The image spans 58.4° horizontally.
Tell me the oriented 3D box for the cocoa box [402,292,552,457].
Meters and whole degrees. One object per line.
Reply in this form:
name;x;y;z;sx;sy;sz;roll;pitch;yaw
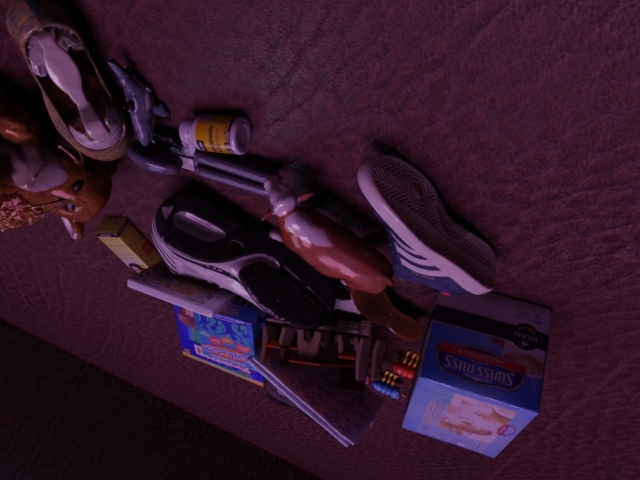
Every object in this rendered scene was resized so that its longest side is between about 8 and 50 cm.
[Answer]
cocoa box;0.325;0.290;1.239;0.231;0.228;0.347;15;148;11

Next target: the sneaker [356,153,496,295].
sneaker;0.154;-0.005;0.994;0.148;0.131;0.350;-18;130;45

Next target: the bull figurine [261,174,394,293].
bull figurine;0.000;0.000;1.082;0.310;0.101;0.188;38;173;-12

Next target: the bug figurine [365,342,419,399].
bug figurine;0.172;0.374;1.613;0.216;0.072;0.279;22;149;1

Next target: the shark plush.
shark plush;-0.316;-0.241;0.990;0.073;0.067;0.161;17;148;9

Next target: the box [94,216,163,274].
box;-0.488;0.033;1.524;0.087;0.058;0.232;1;142;31

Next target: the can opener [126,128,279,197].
can opener;-0.216;-0.137;1.075;0.280;0.093;0.074;15;147;4

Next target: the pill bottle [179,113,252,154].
pill bottle;-0.183;-0.186;0.994;0.116;0.065;0.065;9;146;22

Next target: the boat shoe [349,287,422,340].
boat shoe;0.142;0.156;1.305;0.207;0.073;0.073;41;-175;-17

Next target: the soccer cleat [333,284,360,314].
soccer cleat;0.017;0.139;1.368;0.196;0.068;0.076;-6;133;29

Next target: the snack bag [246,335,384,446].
snack bag;0.010;0.364;1.470;0.323;0.037;0.342;36;-167;18

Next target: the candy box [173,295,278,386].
candy box;-0.254;0.235;1.578;0.268;0.122;0.317;18;139;11

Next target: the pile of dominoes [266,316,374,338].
pile of dominoes;0.010;0.210;1.461;0.251;0.040;0.196;6;168;14

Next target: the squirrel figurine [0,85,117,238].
squirrel figurine;-0.625;-0.160;1.187;0.370;0.281;0.397;24;164;-22

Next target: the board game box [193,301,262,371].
board game box;-0.229;0.233;1.435;0.160;0.047;0.210;14;138;13

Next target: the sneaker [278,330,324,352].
sneaker;-0.055;0.331;1.685;0.224;0.083;0.098;17;143;10

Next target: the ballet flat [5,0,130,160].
ballet flat;-0.414;-0.245;0.984;0.123;0.123;0.348;11;144;18

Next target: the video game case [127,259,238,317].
video game case;-0.313;0.102;1.396;0.227;0.206;0.026;18;111;13

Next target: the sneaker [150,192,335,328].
sneaker;-0.186;0.056;1.320;0.447;0.169;0.257;34;161;-16

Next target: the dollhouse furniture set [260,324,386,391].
dollhouse furniture set;0.026;0.284;1.334;0.262;0.135;0.259;1;170;31

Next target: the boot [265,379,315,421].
boot;-0.047;0.499;1.909;0.338;0.118;0.222;9;141;14
